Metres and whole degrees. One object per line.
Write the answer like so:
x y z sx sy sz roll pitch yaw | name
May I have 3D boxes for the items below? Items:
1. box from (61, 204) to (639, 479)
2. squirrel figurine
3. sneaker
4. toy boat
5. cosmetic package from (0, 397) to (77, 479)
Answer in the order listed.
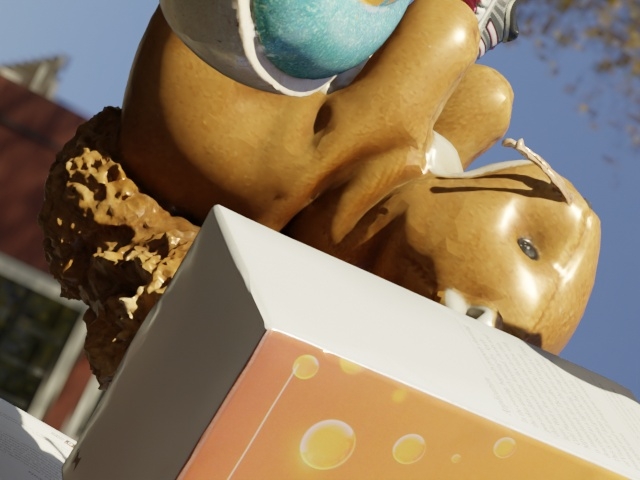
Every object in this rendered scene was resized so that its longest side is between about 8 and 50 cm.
0.041 0.160 1.253 0.215 0.345 0.168 -59 -155 16 | box
0.000 0.000 1.469 0.397 0.370 0.281 -41 161 -9 | squirrel figurine
0.133 -0.179 1.718 0.063 0.074 0.170 52 -51 37 | sneaker
0.001 -0.219 0.887 0.148 0.318 0.267 5 -125 20 | toy boat
-0.311 0.272 1.604 0.197 0.155 0.365 -61 176 10 | cosmetic package
